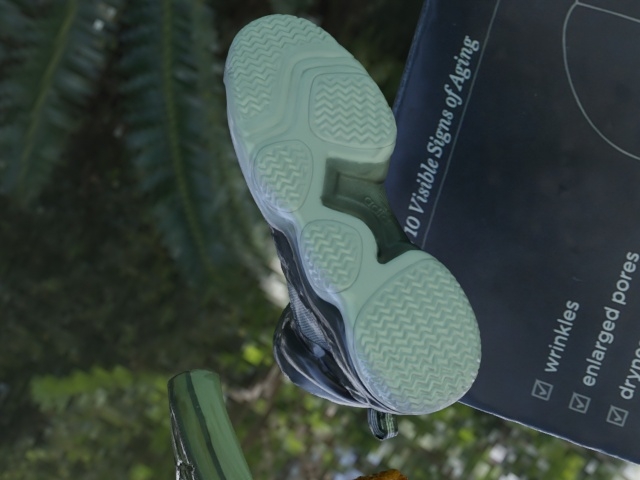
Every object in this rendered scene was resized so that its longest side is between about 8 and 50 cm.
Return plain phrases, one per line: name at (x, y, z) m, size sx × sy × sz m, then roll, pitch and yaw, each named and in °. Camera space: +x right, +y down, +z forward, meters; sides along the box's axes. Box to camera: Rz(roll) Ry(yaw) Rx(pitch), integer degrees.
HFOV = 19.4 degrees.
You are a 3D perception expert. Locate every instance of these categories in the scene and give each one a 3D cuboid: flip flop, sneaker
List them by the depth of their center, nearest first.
flip flop at (-0.011, 0.181, 0.922) m, size 0.080 × 0.112 × 0.277 m, roll -10°, pitch -126°, yaw -16°
sneaker at (0.000, 0.000, 1.172) m, size 0.101 × 0.153 × 0.268 m, roll -19°, pitch -105°, yaw -21°

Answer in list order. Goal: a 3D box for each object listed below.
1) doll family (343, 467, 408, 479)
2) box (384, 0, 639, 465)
doll family at (0.054, 0.228, 1.114) m, size 0.263 × 0.118 × 0.163 m, roll 44°, pitch -143°, yaw 0°
box at (0.306, -0.086, 1.421) m, size 0.472 × 0.479 × 0.297 m, roll 19°, pitch -158°, yaw 6°
